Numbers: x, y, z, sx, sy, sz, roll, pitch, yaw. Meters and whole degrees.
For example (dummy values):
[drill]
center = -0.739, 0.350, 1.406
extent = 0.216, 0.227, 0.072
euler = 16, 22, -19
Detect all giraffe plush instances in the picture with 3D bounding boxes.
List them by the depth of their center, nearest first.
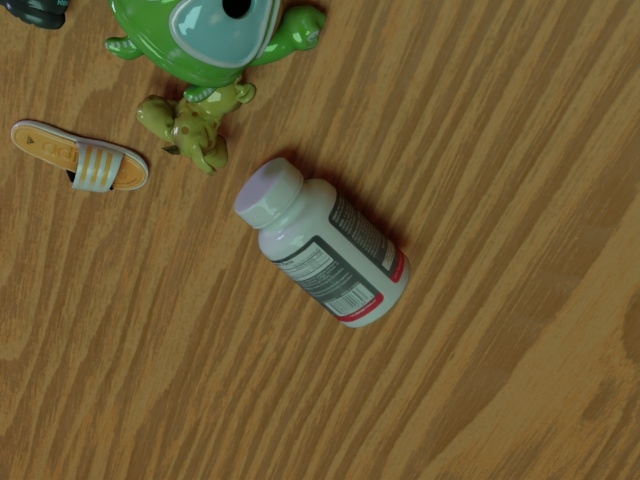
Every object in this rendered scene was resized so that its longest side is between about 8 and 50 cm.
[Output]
[giraffe plush]
center = -0.195, -0.228, 1.722
extent = 0.181, 0.210, 0.170
euler = 33, 101, -12

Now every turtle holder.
[turtle holder]
center = -0.151, -0.347, 1.538
extent = 0.320, 0.243, 0.227
euler = 41, 126, -21

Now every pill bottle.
[pill bottle]
center = 0.000, 0.000, 1.854
extent = 0.176, 0.176, 0.318
euler = -31, 118, 33

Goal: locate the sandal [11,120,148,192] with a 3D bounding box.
[sandal]
center = -0.455, -0.139, 1.900
extent = 0.265, 0.076, 0.102
euler = 18, 132, -3

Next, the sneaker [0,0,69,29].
[sneaker]
center = -0.527, -0.440, 1.657
extent = 0.267, 0.101, 0.106
euler = 23, 112, -9
